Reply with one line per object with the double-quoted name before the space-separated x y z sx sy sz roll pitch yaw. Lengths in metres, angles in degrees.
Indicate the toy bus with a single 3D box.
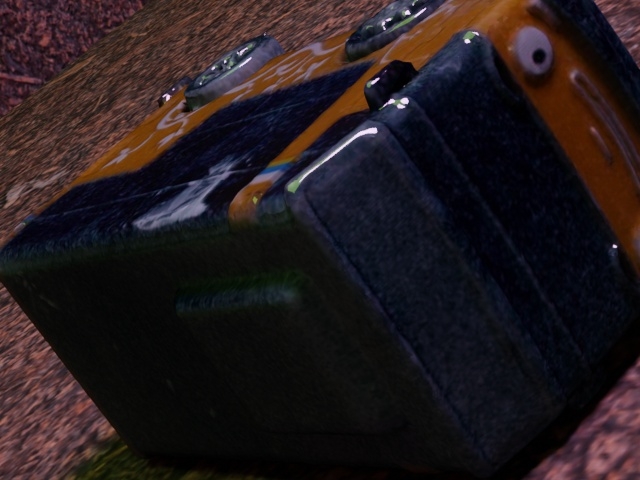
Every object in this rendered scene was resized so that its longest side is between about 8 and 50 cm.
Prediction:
"toy bus" 0.000 0.000 0.768 0.194 0.162 0.323 -43 18 -28
